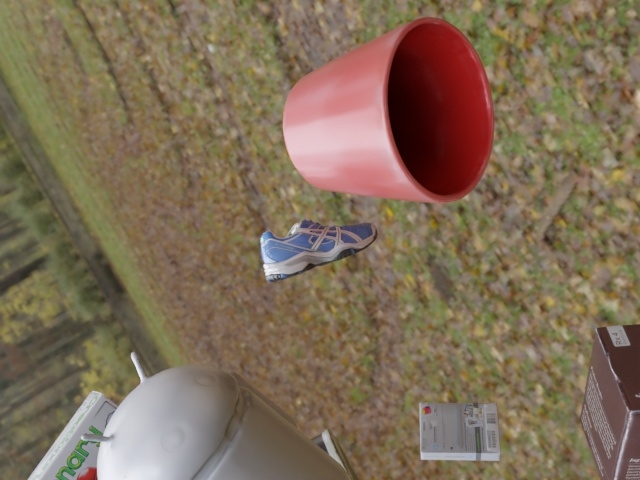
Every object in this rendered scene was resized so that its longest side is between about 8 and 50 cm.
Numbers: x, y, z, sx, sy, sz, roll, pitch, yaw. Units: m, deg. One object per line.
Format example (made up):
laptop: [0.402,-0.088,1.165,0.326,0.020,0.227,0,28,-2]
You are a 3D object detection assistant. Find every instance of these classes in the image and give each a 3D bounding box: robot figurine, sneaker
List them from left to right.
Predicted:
robot figurine: [-0.107,0.280,1.079,0.353,0.200,0.300,43,-151,-16]
sneaker: [0.000,0.000,1.520,0.080,0.211,0.081,-25,83,62]

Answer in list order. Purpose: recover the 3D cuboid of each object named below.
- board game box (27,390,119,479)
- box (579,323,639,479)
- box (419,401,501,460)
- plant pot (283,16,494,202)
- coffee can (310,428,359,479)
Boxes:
board game box: [-0.324,0.387,1.291,0.193,0.305,0.053,43,155,-22]
box: [0.484,0.246,1.351,0.168,0.167,0.203,-94,0,-51]
box: [0.331,0.455,2.252,0.145,0.186,0.038,-86,-7,-46]
plant pot: [0.093,-0.183,1.447,0.243,0.275,0.275,-5,118,45]
coffee can: [-0.062,0.435,1.411,0.201,0.275,0.201,62,178,4]
